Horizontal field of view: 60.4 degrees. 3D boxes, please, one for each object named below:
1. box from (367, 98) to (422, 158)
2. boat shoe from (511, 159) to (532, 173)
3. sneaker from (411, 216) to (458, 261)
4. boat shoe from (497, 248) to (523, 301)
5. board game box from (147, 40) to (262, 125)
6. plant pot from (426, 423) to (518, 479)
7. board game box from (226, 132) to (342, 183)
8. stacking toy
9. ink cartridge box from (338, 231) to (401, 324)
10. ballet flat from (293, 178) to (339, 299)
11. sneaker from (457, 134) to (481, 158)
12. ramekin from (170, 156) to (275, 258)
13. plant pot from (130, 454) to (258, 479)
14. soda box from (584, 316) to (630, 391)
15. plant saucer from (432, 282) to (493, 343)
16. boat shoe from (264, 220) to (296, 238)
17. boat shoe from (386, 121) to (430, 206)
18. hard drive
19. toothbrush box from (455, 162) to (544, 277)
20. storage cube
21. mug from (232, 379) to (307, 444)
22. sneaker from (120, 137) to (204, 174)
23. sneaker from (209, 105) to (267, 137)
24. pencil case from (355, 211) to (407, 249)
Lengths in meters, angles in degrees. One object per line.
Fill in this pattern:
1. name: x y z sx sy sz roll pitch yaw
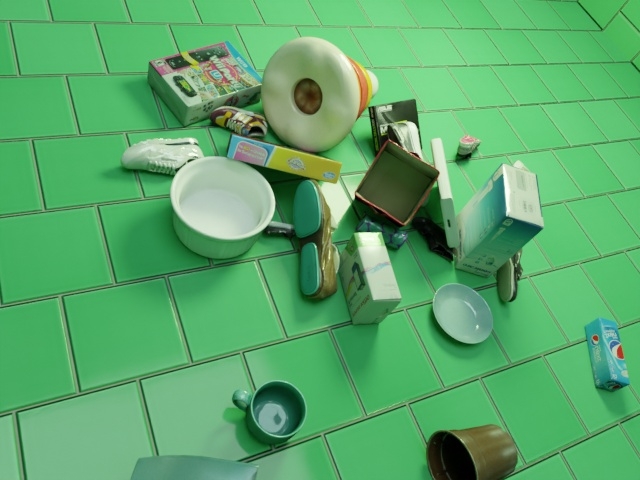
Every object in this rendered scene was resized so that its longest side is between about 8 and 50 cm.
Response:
1. box: 0.263 -0.389 1.915 0.191 0.045 0.184 -16 106 -30
2. boat shoe: 0.673 -0.176 1.944 0.103 0.118 0.320 36 45 11
3. sneaker: 0.361 -0.005 1.745 0.170 0.051 0.089 28 47 -5
4. boat shoe: 0.612 0.098 1.749 0.079 0.084 0.233 20 49 -6
5. board game box: -0.370 -0.517 1.794 0.303 0.097 0.224 -29 71 -35
6. plant pot: 0.372 0.522 1.327 0.165 0.167 0.166 -4 59 -32
7. board game box: -0.116 -0.247 1.631 0.317 0.064 0.242 12 10 -13
8. stacking toy: 0.056 -0.508 1.874 0.351 0.350 0.480 42 33 10
9. ink cartridge box: 0.129 0.106 1.515 0.093 0.154 0.212 -2 58 -22
10. ballet flat: 0.000 0.000 1.546 0.124 0.116 0.342 13 64 -47
11. sneaker: 0.547 -0.345 2.049 0.063 0.074 0.170 27 27 20
12. ramekin: -0.274 -0.084 1.505 0.277 0.135 0.277 10 54 -15
13. plant pot: -0.260 0.519 1.082 0.235 0.165 0.165 14 53 -3
14. soda box: 0.875 0.347 1.684 0.067 0.071 0.210 16 53 -10
15. plant saucer: 0.412 0.219 1.618 0.195 0.037 0.194 10 54 -14
16. boat shoe: -0.097 -0.028 1.596 0.142 0.049 0.040 10 89 -23
17. boat shoe: 0.283 -0.253 1.826 0.102 0.108 0.301 -5 79 -20
18. hard drive: 0.394 -0.155 1.746 0.040 0.203 0.307 -10 42 13
19. toothbrush box: 0.536 -0.055 1.692 0.126 0.295 0.216 18 52 -10
20. storage cube: 0.227 -0.166 1.671 0.184 0.193 0.215 32 91 3
21. mug: -0.114 0.389 1.264 0.129 0.097 0.157 -30 71 -34
22. sneaker: -0.448 -0.232 1.578 0.235 0.090 0.094 -15 73 -27
23. sneaker: -0.259 -0.372 1.751 0.186 0.069 0.083 2 51 -19
24. pencil case: 0.188 -0.028 1.686 0.152 0.064 0.070 25 25 -4
